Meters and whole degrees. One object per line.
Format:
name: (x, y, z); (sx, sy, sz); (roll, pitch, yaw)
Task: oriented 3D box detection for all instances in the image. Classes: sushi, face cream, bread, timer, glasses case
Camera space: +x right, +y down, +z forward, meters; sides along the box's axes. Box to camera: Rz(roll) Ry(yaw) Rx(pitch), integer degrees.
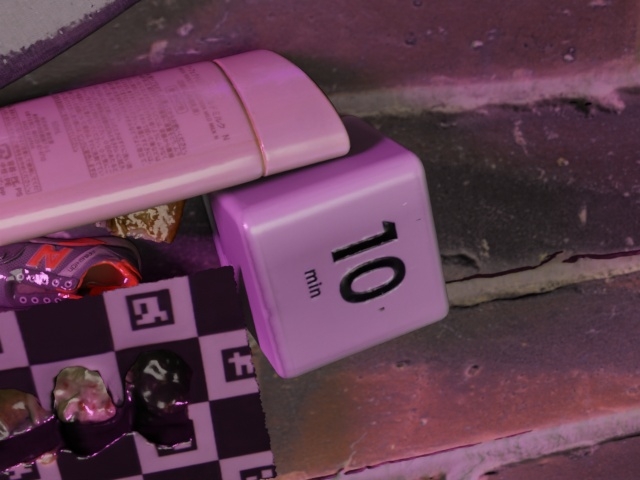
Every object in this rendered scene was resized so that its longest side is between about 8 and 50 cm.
sushi: (-0.256, 0.158, 1.117); (0.373, 0.100, 0.296); (-12, 122, -6)
face cream: (-0.162, -0.102, 1.007); (0.349, 0.173, 0.081); (-16, 138, -17)
bread: (-0.187, -0.037, 1.075); (0.083, 0.077, 0.070); (13, 93, -24)
timer: (0.000, 0.000, 1.091); (0.195, 0.194, 0.192); (-19, 116, -13)
glasses case: (-0.284, -0.226, 0.960); (0.323, 0.074, 0.131); (-34, 120, -7)

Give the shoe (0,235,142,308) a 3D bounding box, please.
shoe: (-0.276, 0.038, 1.063); (0.195, 0.077, 0.074); (-5, 112, -20)
